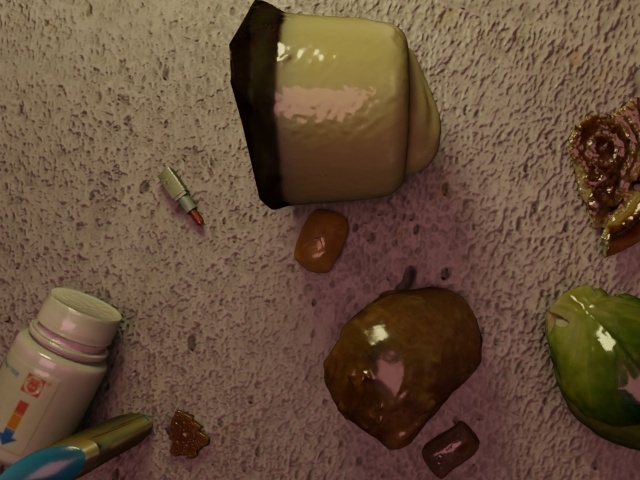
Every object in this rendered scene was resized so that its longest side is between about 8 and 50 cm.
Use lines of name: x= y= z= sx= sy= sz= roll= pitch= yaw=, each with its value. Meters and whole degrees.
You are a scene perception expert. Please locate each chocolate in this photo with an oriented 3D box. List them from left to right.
chocolate: x=0.035 y=-0.225 z=1.051 sx=0.296 sy=0.314 sz=0.326 roll=-9 pitch=121 yaw=9
chocolate: x=0.226 y=0.362 z=1.121 sx=0.100 sy=0.031 sz=0.065 roll=-35 pitch=86 yaw=3

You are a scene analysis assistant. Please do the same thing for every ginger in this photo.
ginger: x=0.132 y=0.188 z=1.056 sx=0.200 sy=0.223 sz=0.269 roll=42 pitch=97 yaw=17

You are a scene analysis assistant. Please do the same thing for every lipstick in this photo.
lipstick: x=-0.256 y=-0.077 z=1.223 sx=0.030 sy=0.030 sz=0.129 roll=-36 pitch=81 yaw=4

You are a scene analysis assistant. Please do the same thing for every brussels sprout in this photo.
brussels sprout: x=0.472 y=0.196 z=1.016 sx=0.219 sy=0.210 sz=0.271 roll=-39 pitch=66 yaw=-1

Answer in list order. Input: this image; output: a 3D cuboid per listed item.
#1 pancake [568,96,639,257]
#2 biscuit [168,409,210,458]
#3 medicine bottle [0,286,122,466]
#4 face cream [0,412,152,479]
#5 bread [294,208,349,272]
pancake: x=0.540 y=-0.116 z=1.094 sx=0.212 sy=0.056 sz=0.258 roll=-12 pitch=84 yaw=7
biscuit: x=-0.248 y=0.355 z=1.199 sx=0.082 sy=0.016 sz=0.092 roll=-25 pitch=82 yaw=11
medicine bottle: x=-0.481 y=0.242 z=1.164 sx=0.170 sy=0.170 sz=0.293 roll=27 pitch=91 yaw=9
face cream: x=-0.395 y=0.352 z=1.084 sx=0.139 sy=0.285 sz=0.067 roll=-23 pitch=83 yaw=6
bread: x=0.000 y=0.000 z=1.166 sx=0.082 sy=0.056 sz=0.115 roll=27 pitch=90 yaw=9
